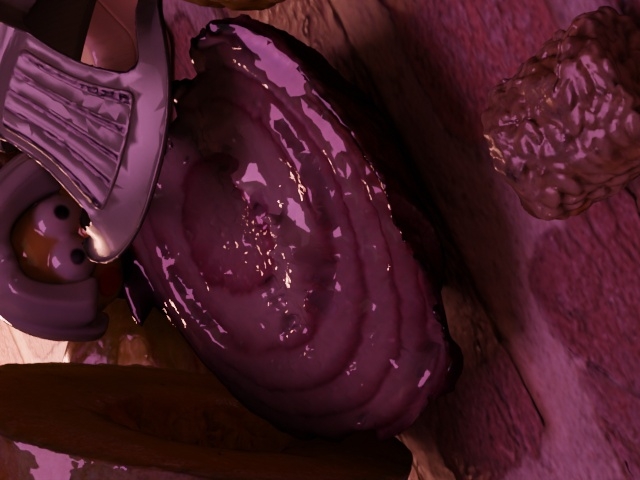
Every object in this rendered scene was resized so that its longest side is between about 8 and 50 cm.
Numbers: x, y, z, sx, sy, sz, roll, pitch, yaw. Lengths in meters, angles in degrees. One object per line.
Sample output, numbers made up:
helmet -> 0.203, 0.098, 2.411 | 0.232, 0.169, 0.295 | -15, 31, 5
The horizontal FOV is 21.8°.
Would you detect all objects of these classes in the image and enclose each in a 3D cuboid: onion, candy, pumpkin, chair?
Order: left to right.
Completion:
chair -> -0.205, -0.121, 1.148 | 0.275, 0.190, 0.203 | 21, 117, 7
pumpkin -> -0.113, 0.216, 1.223 | 0.332, 0.332, 0.199 | 24, 103, 54
onion -> 0.000, 0.000, 1.157 | 0.280, 0.146, 0.314 | 51, 140, 8
candy -> 0.143, -0.069, 0.912 | 0.110, 0.085, 0.095 | -32, 88, 51

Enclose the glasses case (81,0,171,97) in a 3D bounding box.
glasses case -> -0.204, -0.078, 1.526 | 0.144, 0.076, 0.336 | 46, 144, 39

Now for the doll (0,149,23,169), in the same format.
doll -> -0.443, -0.133, 1.781 | 0.340, 0.209, 0.318 | 45, 146, 35

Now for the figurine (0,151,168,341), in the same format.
figurine -> -0.161, -0.001, 1.324 | 0.133, 0.236, 0.176 | -29, 80, 62

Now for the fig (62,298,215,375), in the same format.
fig -> -0.157, 0.065, 1.492 | 0.149, 0.149, 0.245 | 33, 123, 49

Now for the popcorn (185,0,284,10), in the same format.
popcorn -> -0.050, -0.254, 1.030 | 0.204, 0.184, 0.221 | 68, 154, 21
